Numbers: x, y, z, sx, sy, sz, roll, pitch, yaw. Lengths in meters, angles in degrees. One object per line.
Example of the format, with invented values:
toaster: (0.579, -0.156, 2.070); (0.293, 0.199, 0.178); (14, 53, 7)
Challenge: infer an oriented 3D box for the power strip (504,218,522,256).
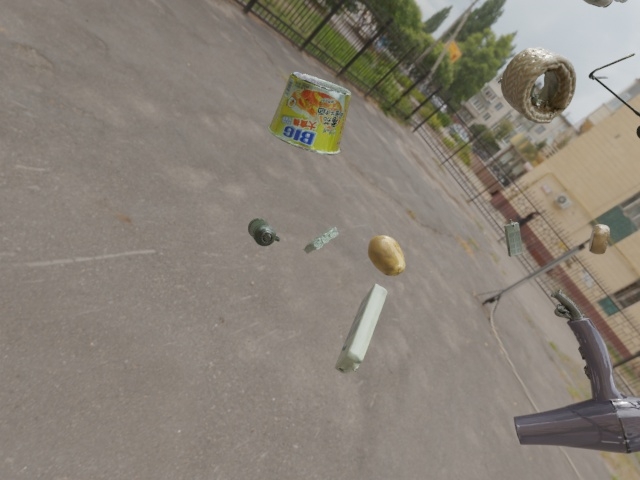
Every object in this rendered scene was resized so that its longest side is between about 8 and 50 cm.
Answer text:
power strip: (0.676, -0.009, 1.442); (0.019, 0.050, 0.136); (-119, -164, -77)

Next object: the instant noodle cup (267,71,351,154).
instant noodle cup: (-0.022, -0.325, 1.037); (0.204, 0.153, 0.205); (14, 25, -7)

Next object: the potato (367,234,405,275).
potato: (0.128, 0.030, 0.798); (0.062, 0.068, 0.083); (-12, 62, -17)

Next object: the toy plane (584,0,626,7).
toy plane: (0.894, -0.851, 1.345); (0.251, 0.118, 0.252); (8, 52, -10)

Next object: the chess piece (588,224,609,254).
chess piece: (0.771, -0.003, 1.137); (0.083, 0.038, 0.084); (-26, 121, -54)

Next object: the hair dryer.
hair dryer: (0.579, 0.295, 0.943); (0.121, 0.300, 0.362); (23, 56, -66)

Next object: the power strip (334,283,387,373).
power strip: (0.112, 0.241, 1.125); (0.046, 0.118, 0.271); (29, 51, -1)

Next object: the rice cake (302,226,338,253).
rice cake: (0.000, 0.000, 1.683); (0.043, 0.127, 0.237); (55, -15, -2)

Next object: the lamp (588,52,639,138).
lamp: (0.410, -0.182, 0.542); (0.041, 0.054, 0.121); (83, -15, -72)

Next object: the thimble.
thimble: (0.726, -0.519, 1.372); (0.229, 0.196, 0.148); (27, 30, -33)

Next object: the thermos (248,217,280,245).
thermos: (-0.187, -0.020, 1.340); (0.083, 0.073, 0.187); (57, -7, -18)
